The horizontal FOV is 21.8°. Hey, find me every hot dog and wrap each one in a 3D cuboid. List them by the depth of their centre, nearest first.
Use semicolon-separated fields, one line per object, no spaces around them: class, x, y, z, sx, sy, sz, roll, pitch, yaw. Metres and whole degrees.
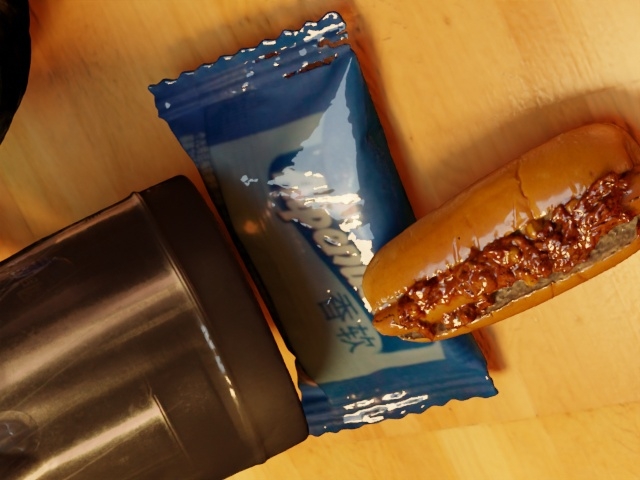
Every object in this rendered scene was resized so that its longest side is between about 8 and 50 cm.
hot dog;0.138;0.000;1.159;0.249;0.076;0.102;-29;103;21

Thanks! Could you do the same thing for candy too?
candy;0.000;0.000;1.270;0.187;0.077;0.331;-15;113;28

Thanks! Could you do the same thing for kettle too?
kettle;-0.215;0.104;1.281;0.324;0.321;0.228;-26;115;-9

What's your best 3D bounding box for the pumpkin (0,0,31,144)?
pumpkin;-0.326;-0.175;1.207;0.296;0.296;0.295;14;125;21
